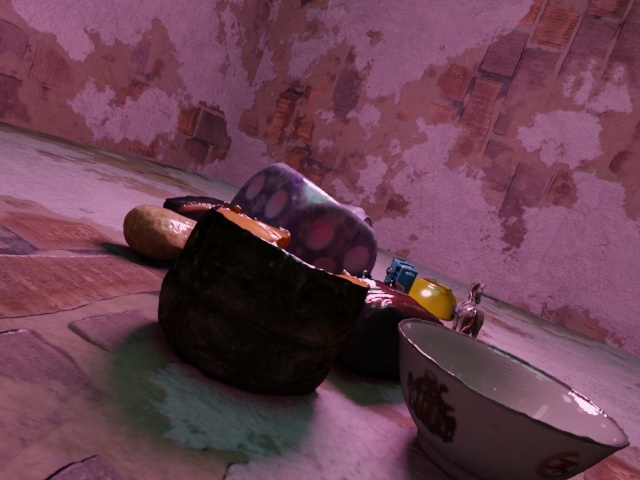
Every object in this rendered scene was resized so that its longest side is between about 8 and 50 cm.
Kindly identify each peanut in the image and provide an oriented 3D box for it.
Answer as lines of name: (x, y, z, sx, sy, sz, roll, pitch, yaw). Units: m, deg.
peanut: (-0.342, 0.002, 1.120, 0.253, 0.122, 0.137, 23, 18, -24)

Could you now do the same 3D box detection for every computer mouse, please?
computer mouse: (-0.408, -0.101, 1.720, 0.324, 0.116, 0.183, 18, 3, -22)

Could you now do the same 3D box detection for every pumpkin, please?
pumpkin: (-0.096, 0.087, 0.743, 0.303, 0.225, 0.256, 26, 6, 35)

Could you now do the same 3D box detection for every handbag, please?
handbag: (0.110, 0.167, 0.949, 0.255, 0.181, 0.181, 19, 9, -40)

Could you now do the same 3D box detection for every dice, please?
dice: (-0.058, 0.008, 1.057, 0.270, 0.271, 0.270, 34, 4, -37)

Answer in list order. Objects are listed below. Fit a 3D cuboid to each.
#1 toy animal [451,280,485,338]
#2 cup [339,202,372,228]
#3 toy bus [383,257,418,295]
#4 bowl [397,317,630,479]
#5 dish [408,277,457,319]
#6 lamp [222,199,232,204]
toy animal: (0.438, 0.240, 1.415, 0.090, 0.169, 0.255, 17, 24, 9)
cup: (0.000, 0.000, 1.660, 0.327, 0.236, 0.322, 14, -31, 20)
toy bus: (0.263, 0.148, 1.595, 0.079, 0.160, 0.092, 18, 10, -26)
bowl: (0.244, 0.261, 0.702, 0.338, 0.157, 0.337, 22, 7, -3)
dish: (0.436, 0.214, 1.819, 0.221, 0.108, 0.263, 28, 10, 40)
lamp: (-0.419, -0.130, 2.067, 0.091, 0.090, 0.163, 18, -7, -25)
